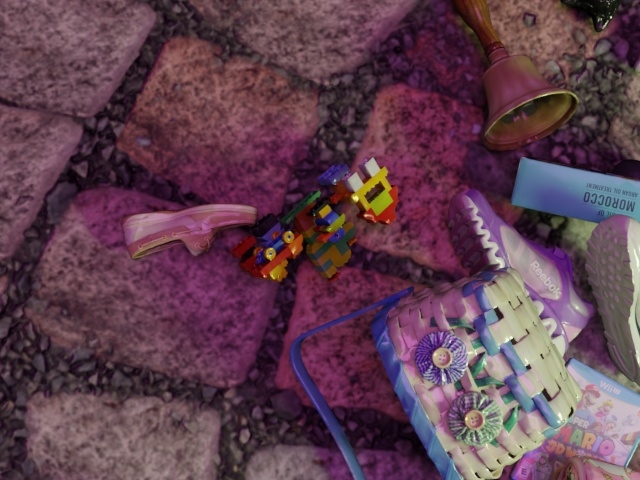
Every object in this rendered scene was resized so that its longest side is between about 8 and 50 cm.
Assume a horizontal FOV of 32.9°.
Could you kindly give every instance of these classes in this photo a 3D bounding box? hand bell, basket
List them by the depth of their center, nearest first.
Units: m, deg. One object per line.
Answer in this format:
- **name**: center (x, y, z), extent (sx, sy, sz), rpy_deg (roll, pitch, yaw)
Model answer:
- **basket**: center (0.126, 0.168, 1.242), extent (0.289, 0.201, 0.255), rpy_deg (-33, 85, 28)
- **hand bell**: center (0.219, -0.248, 1.378), extent (0.126, 0.126, 0.242), rpy_deg (-19, 67, -5)

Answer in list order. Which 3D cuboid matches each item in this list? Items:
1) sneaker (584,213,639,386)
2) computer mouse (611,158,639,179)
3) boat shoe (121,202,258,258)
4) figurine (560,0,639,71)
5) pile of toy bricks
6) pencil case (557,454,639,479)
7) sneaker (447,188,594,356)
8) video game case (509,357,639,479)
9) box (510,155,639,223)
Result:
- **sneaker**: center (0.381, 0.060, 1.277), extent (0.094, 0.090, 0.235), rpy_deg (-25, 122, -10)
- **computer mouse**: center (0.441, 0.002, 1.351), extent (0.071, 0.041, 0.242), rpy_deg (-32, 82, -8)
- **boat shoe**: center (-0.158, -0.009, 1.331), extent (0.170, 0.063, 0.059), rpy_deg (-8, 82, 7)
- **figurine**: center (0.452, -0.316, 1.398), extent (0.209, 0.092, 0.215), rpy_deg (-45, 84, -1)
- **pile of toy bricks**: center (0.000, 0.000, 1.322), extent (0.212, 0.118, 0.105), rpy_deg (-42, 111, -24)
- **pencil case**: center (0.439, 0.366, 1.209), extent (0.386, 0.160, 0.167), rpy_deg (17, 66, -3)
- **sneaker**: center (0.248, 0.032, 1.320), extent (0.104, 0.095, 0.236), rpy_deg (-33, 86, -14)
- **video game case**: center (0.319, 0.243, 1.314), extent (0.119, 0.015, 0.166), rpy_deg (29, 80, 4)
- **box**: center (0.357, -0.048, 1.300), extent (0.244, 0.100, 0.060), rpy_deg (13, 97, 12)
